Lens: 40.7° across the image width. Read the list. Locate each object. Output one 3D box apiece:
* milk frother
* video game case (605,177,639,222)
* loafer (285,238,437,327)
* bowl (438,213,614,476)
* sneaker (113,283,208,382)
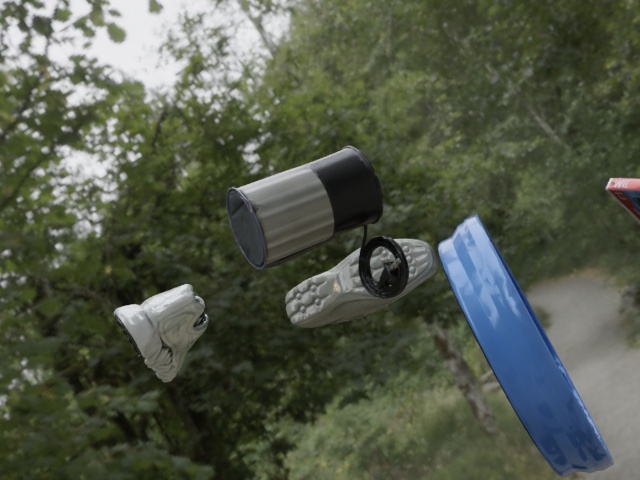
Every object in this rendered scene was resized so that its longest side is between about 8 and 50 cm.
[{"bbox_3d":[0.000,0.000,0.843,0.134,0.143,0.129,-22,-42,-21],"label":"milk frother"},{"bbox_3d":[0.572,-0.022,1.217,0.025,0.204,0.285,-60,27,-11],"label":"video game case"},{"bbox_3d":[0.081,0.079,1.577,0.319,0.112,0.111,-22,-20,32],"label":"loafer"},{"bbox_3d":[0.282,0.149,1.215,0.077,0.391,0.391,-29,-8,11],"label":"bowl"},{"bbox_3d":[-0.219,0.134,1.277,0.118,0.110,0.292,-34,-7,-13],"label":"sneaker"}]
